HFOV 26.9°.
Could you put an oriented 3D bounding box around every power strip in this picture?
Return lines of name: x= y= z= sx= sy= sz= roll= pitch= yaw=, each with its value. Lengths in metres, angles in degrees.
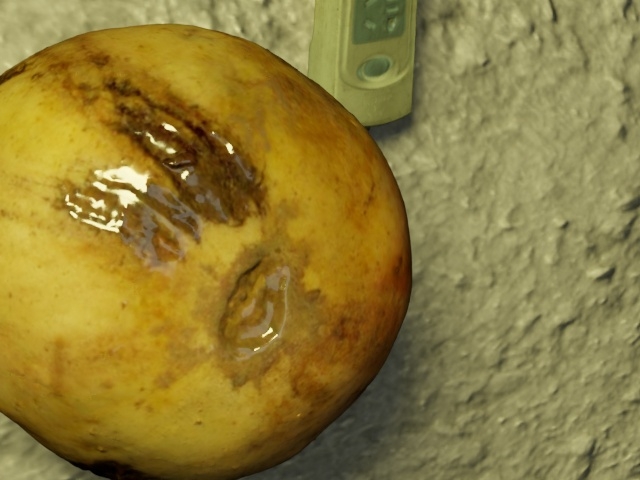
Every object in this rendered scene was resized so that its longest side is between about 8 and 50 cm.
power strip: x=0.037 y=-0.214 z=1.014 sx=0.080 sy=0.048 sz=0.286 roll=-15 pitch=121 yaw=-33

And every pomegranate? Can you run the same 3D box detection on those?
pomegranate: x=-0.101 y=0.010 z=0.892 sx=0.322 sy=0.322 sz=0.322 roll=-5 pitch=101 yaw=-27
